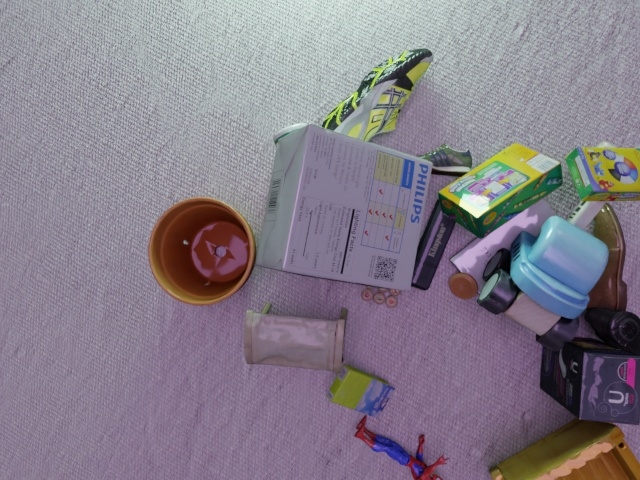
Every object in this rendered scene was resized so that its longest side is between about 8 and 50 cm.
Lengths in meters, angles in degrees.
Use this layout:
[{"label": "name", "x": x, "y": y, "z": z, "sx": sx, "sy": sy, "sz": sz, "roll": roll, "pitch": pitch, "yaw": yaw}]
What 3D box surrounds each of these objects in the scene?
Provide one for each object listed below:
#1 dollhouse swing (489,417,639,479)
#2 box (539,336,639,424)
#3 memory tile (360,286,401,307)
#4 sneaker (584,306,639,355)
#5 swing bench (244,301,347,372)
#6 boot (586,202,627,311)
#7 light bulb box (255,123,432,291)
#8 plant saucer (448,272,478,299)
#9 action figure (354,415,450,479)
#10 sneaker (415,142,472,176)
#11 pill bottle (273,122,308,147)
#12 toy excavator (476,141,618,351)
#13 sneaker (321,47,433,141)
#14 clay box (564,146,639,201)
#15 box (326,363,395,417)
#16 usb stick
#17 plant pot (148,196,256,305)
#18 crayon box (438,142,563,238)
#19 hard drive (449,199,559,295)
[{"label": "dollhouse swing", "x": 0.660, "y": 0.636, "z": 1.261, "sx": 0.347, "sy": 0.305, "sz": 0.315, "roll": -32, "pitch": 86, "yaw": 3}, {"label": "box", "x": 0.690, "y": 0.348, "z": 1.279, "sx": 0.144, "sy": 0.270, "sz": 0.165, "roll": 4, "pitch": 89, "yaw": 6}, {"label": "memory tile", "x": 0.190, "y": 0.119, "z": 1.461, "sx": 0.113, "sy": 0.012, "sz": 0.147, "roll": 16, "pitch": 90, "yaw": 5}, {"label": "sneaker", "x": 0.832, "y": 0.267, "z": 1.345, "sx": 0.286, "sy": 0.130, "sz": 0.109, "roll": 44, "pitch": 84, "yaw": -21}, {"label": "swing bench", "x": -0.060, "y": 0.269, "z": 1.360, "sx": 0.253, "sy": 0.255, "sz": 0.165, "roll": 5, "pitch": 89, "yaw": 6}, {"label": "boot", "x": 0.769, "y": 0.050, "z": 1.368, "sx": 0.115, "sy": 0.112, "sz": 0.305, "roll": -3, "pitch": 90, "yaw": 16}, {"label": "light bulb box", "x": 0.058, "y": -0.070, "z": 1.299, "sx": 0.361, "sy": 0.225, "sz": 0.357, "roll": 12, "pitch": 87, "yaw": -24}, {"label": "plant saucer", "x": 0.408, "y": 0.132, "z": 1.416, "sx": 0.084, "sy": 0.013, "sz": 0.083, "roll": 16, "pitch": 120, "yaw": 28}, {"label": "action figure", "x": 0.249, "y": 0.585, "z": 1.403, "sx": 0.280, "sy": 0.091, "sz": 0.139, "roll": 38, "pitch": 101, "yaw": 5}, {"label": "sneaker", "x": 0.345, "y": -0.239, "z": 1.435, "sx": 0.192, "sy": 0.064, "sz": 0.086, "roll": 7, "pitch": 82, "yaw": 5}, {"label": "pill bottle", "x": -0.050, "y": -0.224, "z": 1.440, "sx": 0.118, "sy": 0.117, "sz": 0.208, "roll": -20, "pitch": 86, "yaw": 5}, {"label": "toy excavator", "x": 0.635, "y": -0.008, "z": 1.259, "sx": 0.222, "sy": 0.433, "sz": 0.445, "roll": 34, "pitch": 120, "yaw": 6}, {"label": "sneaker", "x": 0.180, "y": -0.402, "z": 1.434, "sx": 0.385, "sy": 0.145, "sz": 0.147, "roll": -42, "pitch": 116, "yaw": 1}, {"label": "clay box", "x": 0.721, "y": -0.160, "z": 1.195, "sx": 0.222, "sy": 0.053, "sz": 0.127, "roll": -2, "pitch": 65, "yaw": -11}, {"label": "box", "x": 0.116, "y": 0.432, "z": 1.413, "sx": 0.178, "sy": 0.042, "sz": 0.109, "roll": 29, "pitch": 93, "yaw": -29}, {"label": "usb stick", "x": 0.327, "y": 0.010, "z": 1.435, "sx": 0.077, "sy": 0.045, "sz": 0.277, "roll": 22, "pitch": 90, "yaw": 4}, {"label": "plant pot", "x": -0.312, "y": 0.030, "z": 1.415, "sx": 0.291, "sy": 0.203, "sz": 0.290, "roll": 0, "pitch": 89, "yaw": 5}, {"label": "crayon box", "x": 0.483, "y": -0.140, "z": 1.338, "sx": 0.278, "sy": 0.165, "sz": 0.081, "roll": -33, "pitch": 129, "yaw": -7}, {"label": "hard drive", "x": 0.556, "y": 0.035, "z": 1.415, "sx": 0.307, "sy": 0.040, "sz": 0.203, "roll": -40, "pitch": 86, "yaw": 3}]
